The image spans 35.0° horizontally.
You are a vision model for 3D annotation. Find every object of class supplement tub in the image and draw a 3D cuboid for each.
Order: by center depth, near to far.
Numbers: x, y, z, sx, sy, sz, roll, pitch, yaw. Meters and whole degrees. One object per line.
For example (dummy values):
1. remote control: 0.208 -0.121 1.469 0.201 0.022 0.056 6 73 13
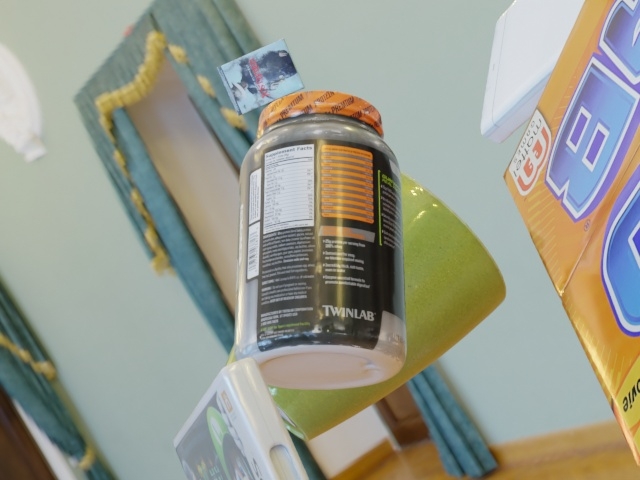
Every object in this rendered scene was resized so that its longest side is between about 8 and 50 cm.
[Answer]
1. supplement tub: 0.000 0.000 0.708 0.117 0.190 0.117 0 -23 0

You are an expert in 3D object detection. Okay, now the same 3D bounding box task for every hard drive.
1. hard drive: 0.338 -0.312 1.383 0.353 0.047 0.233 -44 28 56

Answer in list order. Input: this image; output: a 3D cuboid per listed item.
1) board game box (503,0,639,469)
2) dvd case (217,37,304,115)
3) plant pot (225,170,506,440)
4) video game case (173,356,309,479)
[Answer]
1. board game box: 0.372 -0.065 0.597 0.356 0.356 0.356 -96 23 -59
2. dvd case: -0.096 -0.264 1.643 0.119 0.087 0.013 -21 11 12
3. plant pot: 0.031 0.093 1.256 0.293 0.275 0.275 -47 5 -14
4. video game case: -0.029 0.168 0.557 0.022 0.173 0.190 -20 -15 -22
